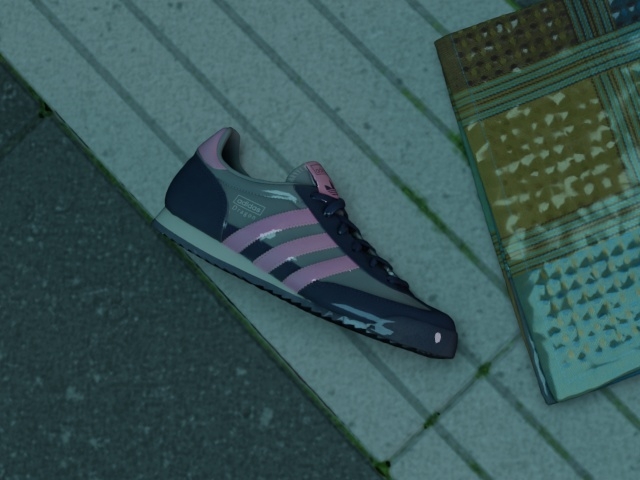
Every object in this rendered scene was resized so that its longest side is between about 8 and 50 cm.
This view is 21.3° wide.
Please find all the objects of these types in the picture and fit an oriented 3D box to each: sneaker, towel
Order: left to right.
[{"bbox_3d":[0.000,0.000,1.579,0.319,0.112,0.131,26,88,15],"label":"sneaker"},{"bbox_3d":[0.280,-0.061,1.570,0.271,0.040,0.370,-19,74,7],"label":"towel"}]
